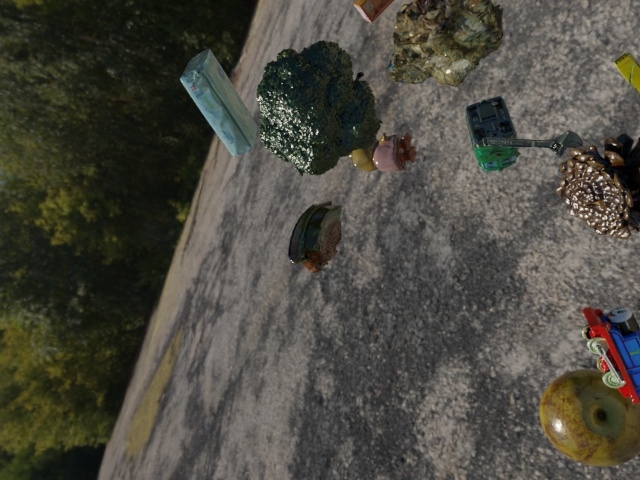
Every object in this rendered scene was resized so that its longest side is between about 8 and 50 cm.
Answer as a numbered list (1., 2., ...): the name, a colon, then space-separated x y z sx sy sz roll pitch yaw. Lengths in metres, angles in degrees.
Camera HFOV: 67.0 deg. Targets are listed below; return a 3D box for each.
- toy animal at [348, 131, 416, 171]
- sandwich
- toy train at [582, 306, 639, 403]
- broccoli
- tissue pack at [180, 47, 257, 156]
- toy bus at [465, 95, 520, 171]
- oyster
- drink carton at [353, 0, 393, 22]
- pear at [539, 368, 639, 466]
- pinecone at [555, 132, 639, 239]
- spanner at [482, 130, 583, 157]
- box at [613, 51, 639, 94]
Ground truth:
1. toy animal: 0.248 -0.363 2.035 0.281 0.195 0.169 9 55 34
2. sandwich: -0.002 -0.005 1.279 0.079 0.159 0.235 -8 19 32
3. toy train: 0.638 0.230 1.008 0.131 0.204 0.083 -26 11 25
4. broccoli: 0.002 -0.327 1.185 0.303 0.283 0.322 -9 98 27
5. tissue pack: -0.284 -0.390 1.383 0.089 0.263 0.177 -21 35 14
6. toy bus: 0.747 -0.456 2.109 0.183 0.200 0.344 -12 42 19
7. oyster: 0.221 -0.381 0.923 0.259 0.198 0.092 -1 63 57
8. drink carton: 0.213 -0.799 1.522 0.223 0.071 0.096 -42 28 14
9. pear: 0.768 0.497 1.367 0.280 0.280 0.281 -164 90 -71
10. pinecone: 1.038 -0.207 1.634 0.384 0.383 0.385 -164 90 -71
11. spanner: 0.735 -0.342 1.687 0.026 0.324 0.093 -42 -45 -62
12. box: 0.775 -0.295 1.076 0.041 0.152 0.279 -46 51 39
